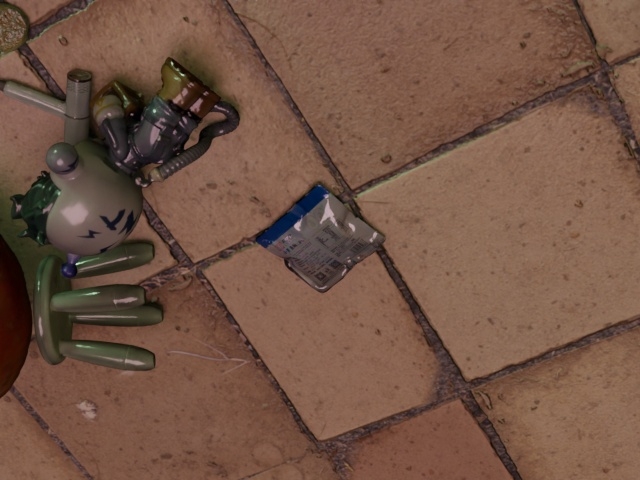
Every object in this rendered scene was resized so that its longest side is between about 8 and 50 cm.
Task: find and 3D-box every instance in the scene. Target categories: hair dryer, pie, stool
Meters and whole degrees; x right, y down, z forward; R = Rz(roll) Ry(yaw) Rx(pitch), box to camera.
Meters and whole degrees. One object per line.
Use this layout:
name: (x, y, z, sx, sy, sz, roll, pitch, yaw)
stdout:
hair dryer: (-0.473, -0.220, 1.718, 0.183, 0.044, 0.155, 11, 120, 1)
pie: (-0.505, -0.341, 1.651, 0.085, 0.017, 0.085, 1, 120, 2)
stool: (-0.390, 0.116, 1.834, 0.198, 0.195, 0.195, -4, 122, -2)

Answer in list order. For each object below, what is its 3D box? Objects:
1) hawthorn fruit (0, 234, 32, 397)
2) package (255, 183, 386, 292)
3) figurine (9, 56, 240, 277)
hawthorn fruit: (-0.656, 0.119, 1.711, 0.402, 0.403, 0.403, 1, 122, 1)
package: (0.000, 0.000, 1.840, 0.173, 0.027, 0.171, 41, 118, -20)
figurine: (-0.334, -0.127, 1.658, 0.382, 0.186, 0.261, -50, 148, 7)
